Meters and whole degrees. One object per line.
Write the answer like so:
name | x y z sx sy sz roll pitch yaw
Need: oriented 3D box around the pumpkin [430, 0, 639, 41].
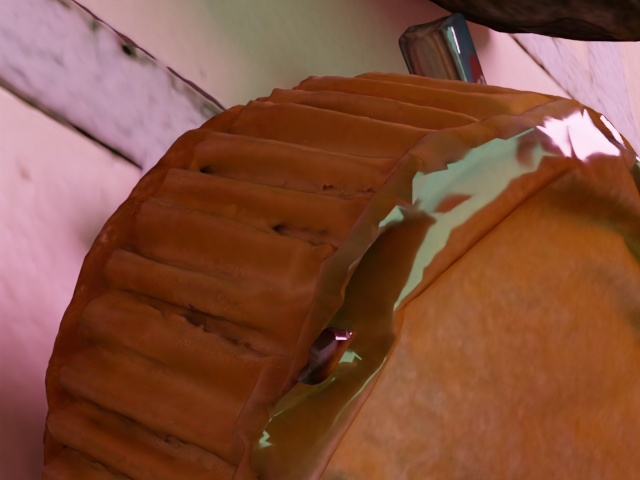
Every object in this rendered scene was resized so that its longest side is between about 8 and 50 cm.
pumpkin | 0.121 -0.233 0.644 0.256 0.225 0.303 -12 87 -55

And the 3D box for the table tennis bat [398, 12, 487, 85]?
table tennis bat | 0.086 0.049 0.564 0.274 0.021 0.154 69 20 -10

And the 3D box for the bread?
bread | 0.020 0.055 0.395 0.199 0.104 0.199 -14 111 -43
